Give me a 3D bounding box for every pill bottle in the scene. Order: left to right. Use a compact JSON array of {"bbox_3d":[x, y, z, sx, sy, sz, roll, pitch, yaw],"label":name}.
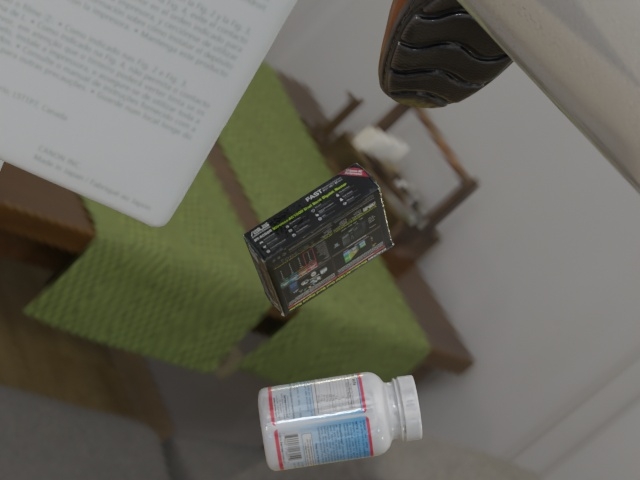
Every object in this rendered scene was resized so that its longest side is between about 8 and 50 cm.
[{"bbox_3d":[0.020,0.182,1.426,0.087,0.160,0.087,172,-90,-89],"label":"pill bottle"}]

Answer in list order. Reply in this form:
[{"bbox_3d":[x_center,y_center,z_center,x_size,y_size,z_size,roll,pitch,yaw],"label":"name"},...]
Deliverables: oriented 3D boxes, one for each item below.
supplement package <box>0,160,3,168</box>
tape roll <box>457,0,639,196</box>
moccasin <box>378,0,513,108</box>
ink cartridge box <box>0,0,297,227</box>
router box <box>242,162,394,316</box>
[{"bbox_3d":[-0.340,-0.051,0.994,0.198,0.199,0.263,26,38,-15],"label":"supplement package"},{"bbox_3d":[0.159,-0.123,0.414,0.169,0.246,0.246,48,20,4],"label":"tape roll"},{"bbox_3d":[0.133,-0.274,1.207,0.139,0.380,0.147,3,45,-10],"label":"moccasin"},{"bbox_3d":[-0.138,-0.224,0.751,0.308,0.385,0.091,25,29,-15],"label":"ink cartridge box"},{"bbox_3d":[0.000,0.000,1.211,0.038,0.122,0.092,50,-13,34],"label":"router box"}]
